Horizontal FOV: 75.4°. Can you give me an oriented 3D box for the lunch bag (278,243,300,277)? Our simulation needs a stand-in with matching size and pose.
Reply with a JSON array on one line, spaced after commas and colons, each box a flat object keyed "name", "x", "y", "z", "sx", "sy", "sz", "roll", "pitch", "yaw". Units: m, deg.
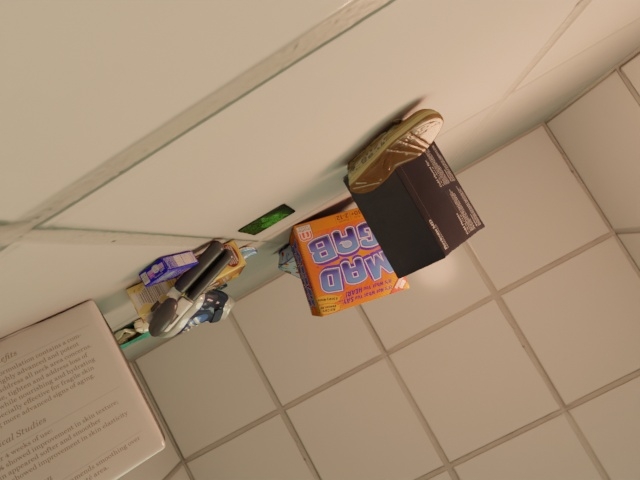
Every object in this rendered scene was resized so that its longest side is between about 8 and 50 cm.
[{"name": "lunch bag", "x": -0.040, "y": 0.099, "z": 2.039, "sx": 0.303, "sy": 0.115, "sz": 0.243, "roll": 19, "pitch": 144, "yaw": -29}]

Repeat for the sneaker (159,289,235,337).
[{"name": "sneaker", "x": -0.515, "y": 0.329, "z": 1.778, "sx": 0.323, "sy": 0.130, "sz": 0.236, "roll": -41, "pitch": 140, "yaw": 22}]

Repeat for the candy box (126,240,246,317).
[{"name": "candy box", "x": -0.386, "y": 0.122, "z": 1.214, "sx": 0.316, "sy": 0.088, "sz": 0.183, "roll": -26, "pitch": 174, "yaw": -24}]

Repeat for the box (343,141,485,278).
[{"name": "box", "x": 0.290, "y": -0.111, "z": 1.263, "sx": 0.312, "sy": 0.343, "sz": 0.179, "roll": -23, "pitch": 173, "yaw": -47}]

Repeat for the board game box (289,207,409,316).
[{"name": "board game box", "x": 0.096, "y": 0.090, "z": 1.720, "sx": 0.356, "sy": 0.357, "sz": 0.356, "roll": -17, "pitch": 173, "yaw": -10}]

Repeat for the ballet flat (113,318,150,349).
[{"name": "ballet flat", "x": -0.751, "y": 0.368, "z": 1.681, "sx": 0.247, "sy": 0.083, "sz": 0.087, "roll": -31, "pitch": 161, "yaw": -3}]

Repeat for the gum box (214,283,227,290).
[{"name": "gum box", "x": -0.534, "y": 0.244, "z": 1.865, "sx": 0.184, "sy": 0.041, "sz": 0.157, "roll": -30, "pitch": 174, "yaw": 17}]

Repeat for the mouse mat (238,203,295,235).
[{"name": "mouse mat", "x": -0.152, "y": -0.058, "z": 1.216, "sx": 0.152, "sy": 0.007, "sz": 0.189, "roll": -30, "pitch": 176, "yaw": 4}]

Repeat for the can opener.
[{"name": "can opener", "x": -0.334, "y": 0.130, "z": 1.071, "sx": 0.283, "sy": 0.076, "sz": 0.095, "roll": -48, "pitch": -148, "yaw": -5}]

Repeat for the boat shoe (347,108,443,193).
[{"name": "boat shoe", "x": 0.160, "y": -0.223, "z": 0.985, "sx": 0.104, "sy": 0.089, "sz": 0.285, "roll": 11, "pitch": 144, "yaw": -40}]

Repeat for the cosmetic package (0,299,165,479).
[{"name": "cosmetic package", "x": -0.618, "y": 0.418, "z": 1.013, "sx": 0.329, "sy": 0.394, "sz": 0.327, "roll": -26, "pitch": 170, "yaw": -27}]

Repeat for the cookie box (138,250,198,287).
[{"name": "cookie box", "x": -0.374, "y": 0.069, "z": 1.024, "sx": 0.092, "sy": 0.040, "sz": 0.107, "roll": -32, "pitch": 174, "yaw": 24}]

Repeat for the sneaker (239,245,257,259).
[{"name": "sneaker", "x": -0.284, "y": 0.075, "z": 1.405, "sx": 0.162, "sy": 0.073, "sz": 0.063, "roll": -27, "pitch": 174, "yaw": -25}]
